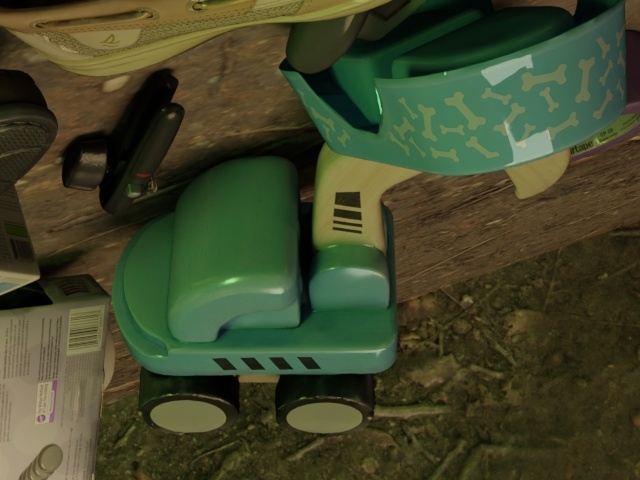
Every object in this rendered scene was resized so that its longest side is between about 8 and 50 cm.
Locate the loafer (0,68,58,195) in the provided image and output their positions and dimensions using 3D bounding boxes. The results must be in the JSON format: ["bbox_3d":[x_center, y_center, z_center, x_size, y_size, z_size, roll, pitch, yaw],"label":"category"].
[{"bbox_3d":[-0.303,-0.044,0.805,0.302,0.095,0.109,-29,162,26],"label":"loafer"}]

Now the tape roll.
[{"bbox_3d":[0.265,-0.142,1.282,0.189,0.080,0.189,-19,169,-4],"label":"tape roll"}]

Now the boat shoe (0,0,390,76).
[{"bbox_3d":[-0.036,-0.165,0.611,0.302,0.109,0.098,-17,171,16],"label":"boat shoe"}]

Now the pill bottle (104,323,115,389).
[{"bbox_3d":[-0.371,0.141,1.435,0.229,0.131,0.131,-9,165,-42],"label":"pill bottle"}]

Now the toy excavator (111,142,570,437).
[{"bbox_3d":[0.000,0.000,1.161,0.433,0.222,0.445,-1,148,3],"label":"toy excavator"}]

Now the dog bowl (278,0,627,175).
[{"bbox_3d":[0.088,-0.110,0.820,0.166,0.074,0.297,-26,-161,-19],"label":"dog bowl"}]

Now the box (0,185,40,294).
[{"bbox_3d":[-0.343,0.014,0.947,0.203,0.103,0.114,-22,169,13],"label":"box"}]

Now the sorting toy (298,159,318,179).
[{"bbox_3d":[0.018,-0.079,1.277,0.075,0.045,0.083,-15,170,15],"label":"sorting toy"}]

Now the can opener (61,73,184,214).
[{"bbox_3d":[-0.149,-0.071,0.978,0.073,0.059,0.186,-11,167,-34],"label":"can opener"}]

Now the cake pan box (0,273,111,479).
[{"bbox_3d":[-0.360,0.168,1.319,0.246,0.267,0.070,-8,-152,-34],"label":"cake pan box"}]

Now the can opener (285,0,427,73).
[{"bbox_3d":[0.072,-0.179,0.707,0.076,0.095,0.283,30,148,-21],"label":"can opener"}]
